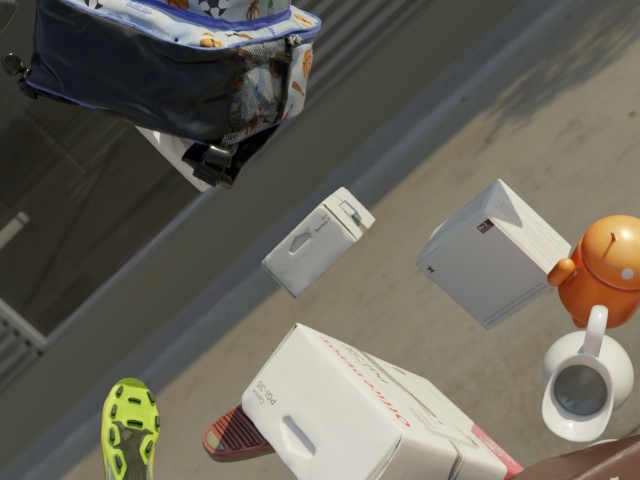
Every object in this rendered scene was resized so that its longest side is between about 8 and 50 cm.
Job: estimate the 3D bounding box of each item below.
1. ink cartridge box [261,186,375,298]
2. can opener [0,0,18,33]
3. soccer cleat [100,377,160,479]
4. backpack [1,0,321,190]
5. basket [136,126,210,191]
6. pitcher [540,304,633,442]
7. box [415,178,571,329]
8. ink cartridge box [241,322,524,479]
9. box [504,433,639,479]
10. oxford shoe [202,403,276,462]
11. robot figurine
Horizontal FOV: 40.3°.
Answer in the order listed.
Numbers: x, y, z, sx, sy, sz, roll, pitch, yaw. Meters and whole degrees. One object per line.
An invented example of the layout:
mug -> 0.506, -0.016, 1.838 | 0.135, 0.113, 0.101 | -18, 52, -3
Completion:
ink cartridge box -> 0.000, 0.000, 1.525 | 0.154, 0.093, 0.212 | -44, -2, 15
can opener -> -0.313, -0.312, 0.994 | 0.283, 0.095, 0.076 | -24, -8, 17
soccer cleat -> -0.293, 0.349, 1.295 | 0.121, 0.093, 0.289 | -39, 51, 44
backpack -> -0.130, -0.205, 0.890 | 0.263, 0.276, 0.213 | -25, -42, -65
basket -> -0.190, -0.176, 1.273 | 0.113, 0.167, 0.103 | -37, 36, 6
pitcher -> 0.370, 0.168, 1.197 | 0.207, 0.125, 0.177 | -6, -69, -69
box -> 0.299, 0.026, 1.511 | 0.181, 0.182, 0.119 | -42, 7, 41
ink cartridge box -> 0.078, 0.228, 0.990 | 0.117, 0.283, 0.207 | -54, 46, 6
box -> 0.129, 0.299, 0.713 | 0.381, 0.143, 0.191 | -21, -13, -27
oxford shoe -> -0.071, 0.380, 1.702 | 0.123, 0.348, 0.130 | 46, 135, 42
robot figurine -> 0.436, 0.049, 1.314 | 0.128, 0.158, 0.219 | -52, -17, -34
